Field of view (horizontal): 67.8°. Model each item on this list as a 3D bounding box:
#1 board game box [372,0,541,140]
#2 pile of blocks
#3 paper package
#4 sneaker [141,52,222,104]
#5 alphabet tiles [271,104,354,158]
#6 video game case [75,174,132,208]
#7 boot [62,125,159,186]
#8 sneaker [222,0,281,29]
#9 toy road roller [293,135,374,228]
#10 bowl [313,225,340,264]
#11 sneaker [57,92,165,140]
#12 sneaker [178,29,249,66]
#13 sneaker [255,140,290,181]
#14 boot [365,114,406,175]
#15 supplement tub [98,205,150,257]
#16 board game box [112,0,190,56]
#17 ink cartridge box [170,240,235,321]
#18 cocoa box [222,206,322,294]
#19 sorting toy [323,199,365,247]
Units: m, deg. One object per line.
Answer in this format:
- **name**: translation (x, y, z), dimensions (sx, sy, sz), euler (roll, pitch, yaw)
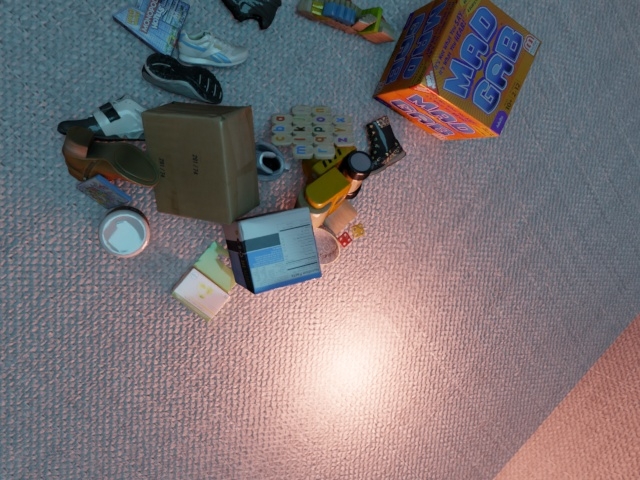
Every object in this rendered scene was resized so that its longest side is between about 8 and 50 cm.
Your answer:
- **board game box**: translation (0.472, -0.606, 1.710), dimensions (0.356, 0.356, 0.357), euler (24, 90, -22)
- **pile of blocks**: translation (0.108, -0.801, 1.657), dimensions (0.361, 0.149, 0.113), euler (10, 95, -21)
- **paper package**: translation (-0.356, -0.240, 1.438), dimensions (0.168, 0.309, 0.325), euler (-45, 139, -53)
- **sneaker**: translation (-0.441, -0.514, 1.539), dimensions (0.271, 0.107, 0.101), euler (15, 75, -37)
- **alphabet tiles**: translation (-0.027, -0.372, 1.621), dimensions (0.277, 0.284, 0.021), euler (0, 139, -3)
- **video game case**: translation (-0.667, -0.146, 1.464), dimensions (0.119, 0.166, 0.015), euler (42, 56, -35)
- **boot**: translation (-0.636, -0.207, 1.439), dimensions (0.283, 0.220, 0.109), euler (22, 59, -18)
- **sneaker**: translation (-0.272, -0.790, 1.548), dimensions (0.286, 0.109, 0.130), euler (19, 98, -20)
- **toy road roller**: translation (0.002, -0.223, 1.657), dimensions (0.240, 0.202, 0.329), euler (45, 66, 8)
- **bowl**: translation (0.000, 0.000, 1.768), dimensions (0.170, 0.170, 0.080), euler (50, 37, -20)
- **sneaker**: translation (-0.633, -0.380, 1.476), dimensions (0.330, 0.122, 0.147), euler (-7, 101, -29)
- **sneaker**: translation (-0.342, -0.623, 1.541), dimensions (0.228, 0.087, 0.092), euler (-5, 132, -20)
- **sneaker**: translation (-0.271, -0.289, 1.567), dimensions (0.365, 0.210, 0.138), euler (16, 93, -21)
- **boot**: translation (0.199, -0.350, 1.799), dimensions (0.236, 0.085, 0.179), euler (-31, 106, -20)
- **supplement tub**: translation (-0.610, -0.032, 1.490), dimensions (0.144, 0.199, 0.145), euler (-4, 100, -20)
- **board game box**: translation (-0.532, -0.695, 1.488), dimensions (0.194, 0.060, 0.194), euler (20, 91, -22)
- **ink cartridge box**: translation (-0.385, 0.144, 1.681), dimensions (0.171, 0.056, 0.235), euler (42, 85, -21)
- **cocoa box**: translation (-0.170, 0.026, 1.571), dimensions (0.231, 0.347, 0.228), euler (-13, 96, -19)
- **sorting toy**: translation (0.056, -0.102, 1.805), dimensions (0.132, 0.046, 0.275), euler (-43, 109, -9)
